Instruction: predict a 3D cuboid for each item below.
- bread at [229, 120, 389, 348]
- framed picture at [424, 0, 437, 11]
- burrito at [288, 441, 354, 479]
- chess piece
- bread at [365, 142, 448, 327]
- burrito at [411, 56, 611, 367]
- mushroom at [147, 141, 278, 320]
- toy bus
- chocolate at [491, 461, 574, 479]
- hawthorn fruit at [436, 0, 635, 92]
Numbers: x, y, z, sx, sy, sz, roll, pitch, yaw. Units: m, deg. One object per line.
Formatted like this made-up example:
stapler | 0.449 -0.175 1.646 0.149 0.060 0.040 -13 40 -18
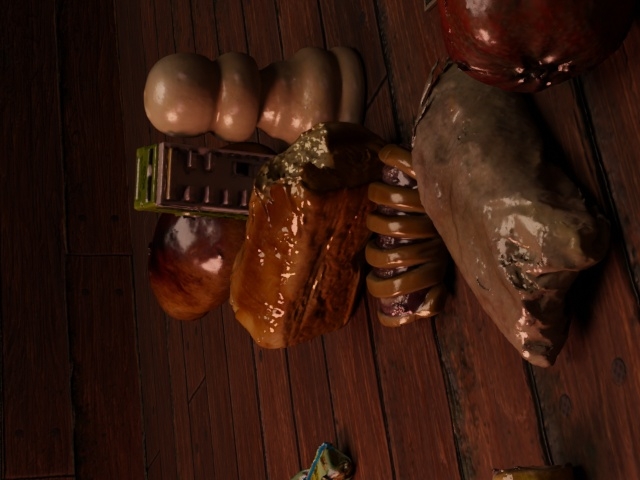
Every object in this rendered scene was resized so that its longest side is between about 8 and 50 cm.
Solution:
bread | -0.015 -0.008 1.549 0.149 0.195 0.344 52 142 31
framed picture | 0.142 -0.321 1.370 0.089 0.007 0.066 150 118 -69
burrito | -0.014 0.386 1.737 0.288 0.054 0.104 110 154 -44
chess piece | -0.100 -0.202 1.631 0.167 0.300 0.167 179 90 -70
bread | 0.100 -0.004 1.368 0.134 0.081 0.225 -166 78 -70
burrito | 0.172 -0.045 1.134 0.175 0.107 0.347 -58 36 34
mushroom | -0.149 0.007 1.930 0.345 0.260 0.345 -54 9 13
toy bus | -0.110 -0.079 1.663 0.139 0.302 0.113 -10 78 63
chocolate | 0.209 0.317 1.049 0.085 0.086 0.219 139 127 -66
hawthorn fruit | 0.184 -0.250 0.997 0.181 0.181 0.235 156 113 -70
